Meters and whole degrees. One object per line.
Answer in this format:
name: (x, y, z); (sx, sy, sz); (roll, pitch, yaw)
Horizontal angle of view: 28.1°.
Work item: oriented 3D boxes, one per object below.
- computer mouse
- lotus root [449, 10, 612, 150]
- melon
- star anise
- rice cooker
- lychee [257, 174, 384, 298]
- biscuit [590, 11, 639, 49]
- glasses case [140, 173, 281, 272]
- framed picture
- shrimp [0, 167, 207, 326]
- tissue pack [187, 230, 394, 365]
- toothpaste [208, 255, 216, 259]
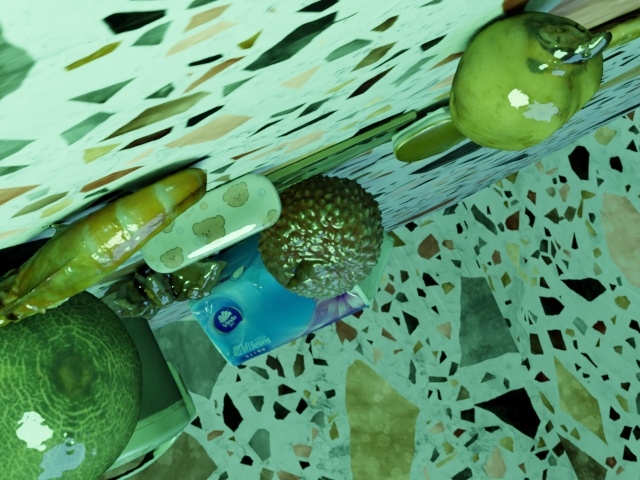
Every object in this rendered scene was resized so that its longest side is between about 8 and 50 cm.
computer mouse: (0.152, -0.135, 1.579); (0.102, 0.045, 0.199); (-29, 177, 22)
lotus root: (0.185, -0.147, 1.144); (0.125, 0.118, 0.221); (-57, -177, -16)
melon: (-0.313, 0.156, 1.316); (0.237, 0.238, 0.301); (-22, 180, -37)
star anise: (-0.226, 0.066, 1.882); (0.196, 0.073, 0.212); (-20, 178, -24)
rice cooker: (-0.366, 0.255, 2.066); (0.288, 0.277, 0.288); (-26, 179, -1)
lychee: (0.000, 0.000, 1.654); (0.165, 0.165, 0.197); (-26, -150, 28)
biscuit: (0.290, -0.216, 1.510); (0.247, 0.029, 0.118); (-24, 177, -12)
glasses case: (-0.121, -0.018, 1.394); (0.164, 0.063, 0.041); (-24, 179, 8)
framed picture: (0.018, -0.101, 1.536); (0.200, 0.010, 0.136); (-24, 176, -3)
shrimp: (-0.207, 0.003, 1.169); (0.248, 0.068, 0.150); (-30, -179, 5)
tissue pack: (-0.044, 0.051, 1.965); (0.263, 0.146, 0.198); (-27, -161, 27)
toothpaste: (-0.199, 0.051, 2.151); (0.062, 0.037, 0.216); (-27, 180, 33)
